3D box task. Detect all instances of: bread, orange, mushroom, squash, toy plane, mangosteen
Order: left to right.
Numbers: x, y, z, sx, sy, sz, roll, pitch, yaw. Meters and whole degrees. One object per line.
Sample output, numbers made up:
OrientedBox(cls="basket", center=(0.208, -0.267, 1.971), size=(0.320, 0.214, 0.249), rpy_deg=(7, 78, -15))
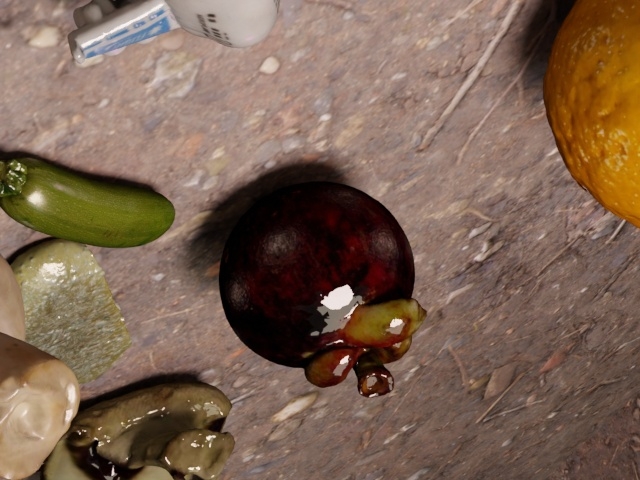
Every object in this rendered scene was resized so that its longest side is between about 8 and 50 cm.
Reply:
OrientedBox(cls="mushroom", center=(-0.356, 0.120, 1.176), size=(0.292, 0.290, 0.293), rpy_deg=(-31, 136, -37))
OrientedBox(cls="bread", center=(-0.313, 0.108, 1.499), size=(0.207, 0.056, 0.286), rpy_deg=(-31, 153, -8))
OrientedBox(cls="squash", center=(-0.230, -0.032, 1.330), size=(0.069, 0.069, 0.258), rpy_deg=(-43, 152, 20))
OrientedBox(cls="mushroom", center=(-0.240, 0.269, 1.796), size=(0.217, 0.212, 0.292), rpy_deg=(22, 152, -6))
OrientedBox(cls="toy plane", center=(-0.082, -0.219, 1.069), size=(0.266, 0.123, 0.267), rpy_deg=(-30, 175, -3))
OrientedBox(cls="mangosteen", center=(0.008, 0.062, 1.531), size=(0.228, 0.265, 0.228), rpy_deg=(-27, 156, -13))
OrientedBox(cls="orange", center=(0.422, -0.171, 1.502), size=(0.340, 0.341, 0.293), rpy_deg=(-19, 177, -25))
